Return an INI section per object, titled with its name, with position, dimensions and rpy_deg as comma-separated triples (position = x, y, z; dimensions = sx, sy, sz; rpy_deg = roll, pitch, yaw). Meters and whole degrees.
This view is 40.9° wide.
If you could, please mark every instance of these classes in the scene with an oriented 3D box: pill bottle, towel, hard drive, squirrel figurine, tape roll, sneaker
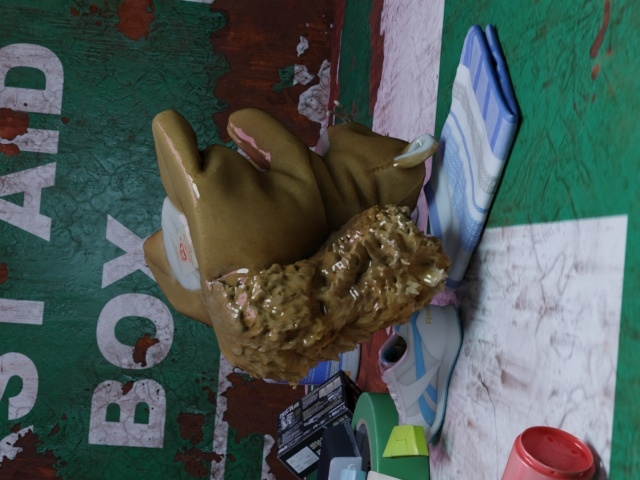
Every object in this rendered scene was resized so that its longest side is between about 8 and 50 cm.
[pill bottle]
position = -0.054, 0.248, 1.930
dimensions = 0.152, 0.272, 0.152
rpy_deg = -175, 90, -84
[towel]
position = 0.180, -0.100, 1.075
dimensions = 0.209, 0.034, 0.285
rpy_deg = -92, 9, -45
[hard drive]
position = 0.022, 0.430, 1.342
dimensions = 0.172, 0.054, 0.254
rpy_deg = -121, 36, -80
[squirrel figurine]
position = 0.004, -0.008, 1.125
dimensions = 0.397, 0.370, 0.281
rpy_deg = 52, 146, 36
[tape roll]
position = 0.094, 0.396, 1.316
dimensions = 0.321, 0.077, 0.321
rpy_deg = -175, 90, -84
[sneaker]
position = 0.121, 0.180, 1.141
dimensions = 0.087, 0.092, 0.228
rpy_deg = -99, 14, -61

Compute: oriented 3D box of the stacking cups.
[stacking cups]
position = 0.153, 0.303, 0.717
dimensions = 0.096, 0.096, 0.316
rpy_deg = -97, 13, -63

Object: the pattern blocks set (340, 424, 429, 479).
[pattern blocks set]
position = 0.091, 0.372, 1.067
dimensions = 0.325, 0.026, 0.285
rpy_deg = -39, 40, 55

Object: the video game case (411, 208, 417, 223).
[video game case]
position = 0.135, -0.030, 1.527
dimensions = 0.201, 0.023, 0.183
rpy_deg = -93, 10, -54

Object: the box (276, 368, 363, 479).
[box]
position = 0.002, 0.373, 1.749
dimensions = 0.077, 0.180, 0.147
rpy_deg = 49, -168, -20
